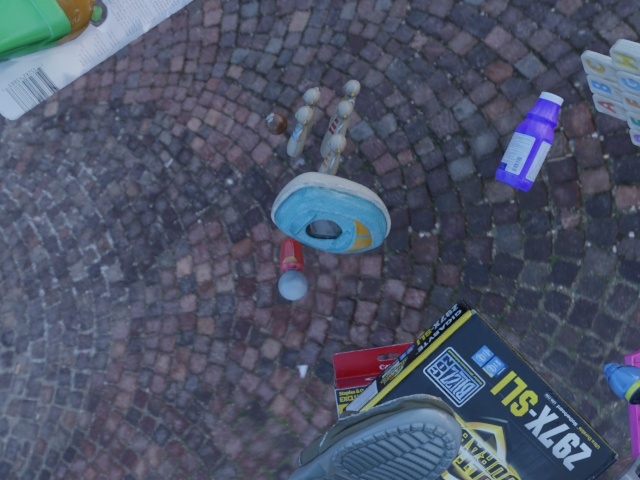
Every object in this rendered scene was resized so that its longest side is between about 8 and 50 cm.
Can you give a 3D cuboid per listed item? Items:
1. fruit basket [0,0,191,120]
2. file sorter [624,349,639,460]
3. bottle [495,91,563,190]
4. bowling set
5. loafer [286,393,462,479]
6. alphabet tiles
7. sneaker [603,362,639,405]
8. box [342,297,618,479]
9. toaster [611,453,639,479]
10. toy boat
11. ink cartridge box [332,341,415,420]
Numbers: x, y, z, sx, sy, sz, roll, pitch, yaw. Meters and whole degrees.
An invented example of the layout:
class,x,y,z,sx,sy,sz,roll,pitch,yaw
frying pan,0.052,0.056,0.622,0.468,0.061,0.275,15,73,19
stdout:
class,x,y,z,sx,sy,sz,roll,pitch,yaw
fruit basket,-0.351,-0.374,0.772,0.165,0.327,0.353,-3,39,46
file sorter,0.847,0.402,1.465,0.182,0.202,0.291,-4,90,48
bottle,0.618,-0.290,1.855,0.283,0.092,0.118,-67,27,10
bowling set,-0.023,-0.277,1.459,0.199,0.154,0.287,16,40,-7
loafer,0.046,0.204,0.650,0.251,0.094,0.087,-41,22,43
alphabet tiles,0.541,-0.205,0.997,0.021,0.284,0.278,-51,50,1
sneaker,0.594,0.268,1.187,0.069,0.209,0.082,-55,43,12
box,0.234,0.286,0.945,0.257,0.079,0.322,-44,97,6
toaster,0.576,0.478,1.090,0.168,0.185,0.110,45,114,28
toy boat,0.000,0.000,1.355,0.318,0.267,0.148,-48,36,43
ink cartridge box,0.194,0.411,1.614,0.309,0.130,0.272,-9,88,0
